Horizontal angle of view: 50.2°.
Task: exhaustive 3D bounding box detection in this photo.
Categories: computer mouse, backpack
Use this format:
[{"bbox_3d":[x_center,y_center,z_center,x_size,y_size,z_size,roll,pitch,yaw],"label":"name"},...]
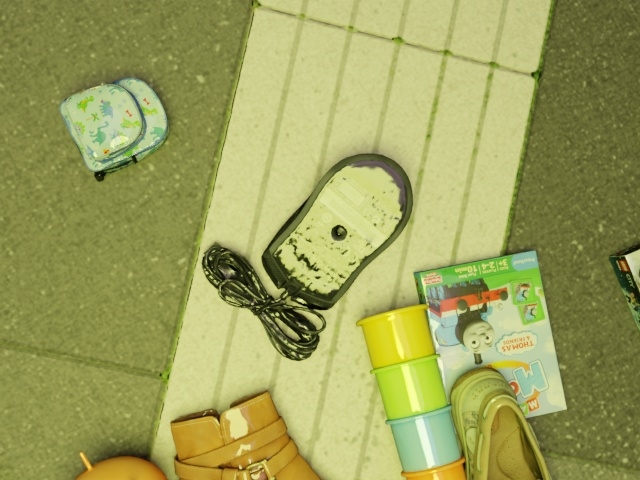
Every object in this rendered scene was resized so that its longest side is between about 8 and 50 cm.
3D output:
[{"bbox_3d":[0.000,0.000,0.867,0.272,0.072,0.188,-45,94,6],"label":"computer mouse"},{"bbox_3d":[-0.247,-0.144,0.836,0.114,0.084,0.105,-25,92,-9],"label":"backpack"}]

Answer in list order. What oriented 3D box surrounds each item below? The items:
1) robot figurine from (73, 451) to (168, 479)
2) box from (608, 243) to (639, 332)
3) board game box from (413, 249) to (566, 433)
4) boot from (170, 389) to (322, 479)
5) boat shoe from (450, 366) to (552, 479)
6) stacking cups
[{"bbox_3d":[-0.222,0.338,0.771,0.128,0.158,0.219,-8,115,-8],"label":"robot figurine"},{"bbox_3d":[0.511,0.098,0.921,0.159,0.044,0.233,-23,90,-6],"label":"box"},{"bbox_3d":[0.221,0.131,0.893,0.160,0.039,0.211,-11,89,-6],"label":"board game box"},{"bbox_3d":[-0.036,0.289,0.837,0.284,0.109,0.220,-14,85,1],"label":"boot"},{"bbox_3d":[0.230,0.298,0.838,0.105,0.089,0.285,-22,105,-4],"label":"boat shoe"},{"bbox_3d":[0.127,0.240,0.829,0.096,0.096,0.316,-13,81,-6],"label":"stacking cups"}]
